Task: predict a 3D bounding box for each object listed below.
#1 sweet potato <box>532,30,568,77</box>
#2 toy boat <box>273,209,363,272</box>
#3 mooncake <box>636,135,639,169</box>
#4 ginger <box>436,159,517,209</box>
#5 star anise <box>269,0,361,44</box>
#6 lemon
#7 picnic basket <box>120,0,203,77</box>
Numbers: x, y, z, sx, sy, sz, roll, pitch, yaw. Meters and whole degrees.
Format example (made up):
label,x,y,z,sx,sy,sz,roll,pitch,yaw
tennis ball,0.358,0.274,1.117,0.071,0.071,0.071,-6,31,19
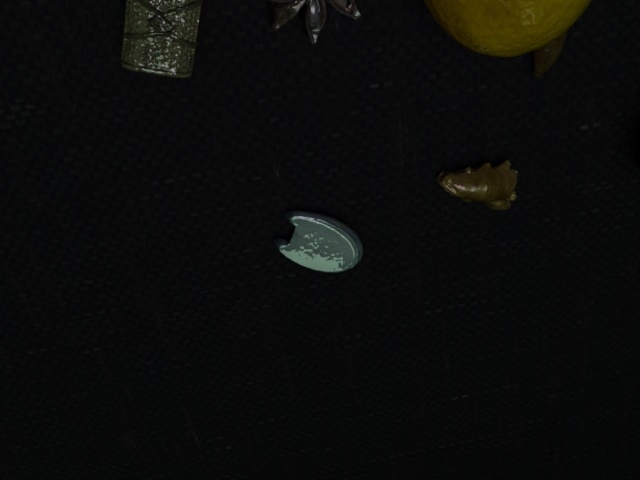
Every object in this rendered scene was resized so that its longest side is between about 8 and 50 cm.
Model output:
label,x,y,z,sx,sy,sz,roll,pitch,yaw
sweet potato,0.502,-0.489,1.297,0.108,0.079,0.346,7,124,-47
toy boat,0.000,0.000,1.539,0.208,0.079,0.134,18,111,-7
mooncake,0.902,-0.235,1.434,0.381,0.212,0.350,20,113,-17
ginger,0.374,-0.130,1.499,0.206,0.081,0.115,13,151,-26
star anise,-0.018,-0.488,1.195,0.236,0.109,0.223,-31,146,-3
lemon,0.319,-0.486,1.128,0.336,0.336,0.335,-4,123,-6
picnic basket,-0.282,-0.408,1.175,0.134,0.154,0.196,8,121,-13
